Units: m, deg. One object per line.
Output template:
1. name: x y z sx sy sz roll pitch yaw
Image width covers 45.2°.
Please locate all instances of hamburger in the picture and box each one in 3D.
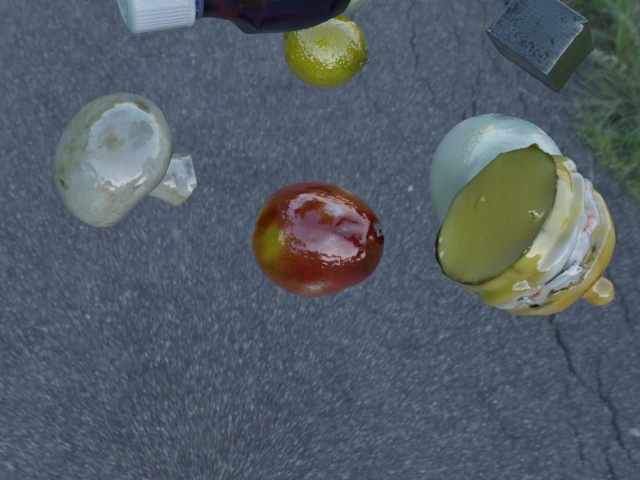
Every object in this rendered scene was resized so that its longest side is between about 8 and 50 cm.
1. hamburger: 0.358 0.003 1.263 0.237 0.276 0.276 30 65 -24

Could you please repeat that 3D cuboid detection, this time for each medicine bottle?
1. medicine bottle: -0.158 -0.473 1.351 0.395 0.242 0.242 -15 72 -23

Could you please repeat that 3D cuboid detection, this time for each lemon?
1. lemon: 0.012 -0.484 1.959 0.231 0.192 0.192 18 68 2

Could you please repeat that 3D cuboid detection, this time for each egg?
1. egg: 0.366 -0.108 1.684 0.337 0.337 0.201 45 36 10

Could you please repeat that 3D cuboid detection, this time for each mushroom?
1. mushroom: -0.408 -0.155 1.647 0.290 0.298 0.297 31 62 -38

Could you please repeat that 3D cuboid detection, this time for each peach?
1. peach: 0.000 0.000 1.575 0.281 0.281 0.238 17 62 -1

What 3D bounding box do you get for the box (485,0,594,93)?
1. box: 0.510 -0.464 1.780 0.184 0.273 0.143 41 104 17

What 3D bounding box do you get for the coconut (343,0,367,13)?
1. coconut: 0.044 -0.720 2.051 0.241 0.241 0.241 3 69 -7
